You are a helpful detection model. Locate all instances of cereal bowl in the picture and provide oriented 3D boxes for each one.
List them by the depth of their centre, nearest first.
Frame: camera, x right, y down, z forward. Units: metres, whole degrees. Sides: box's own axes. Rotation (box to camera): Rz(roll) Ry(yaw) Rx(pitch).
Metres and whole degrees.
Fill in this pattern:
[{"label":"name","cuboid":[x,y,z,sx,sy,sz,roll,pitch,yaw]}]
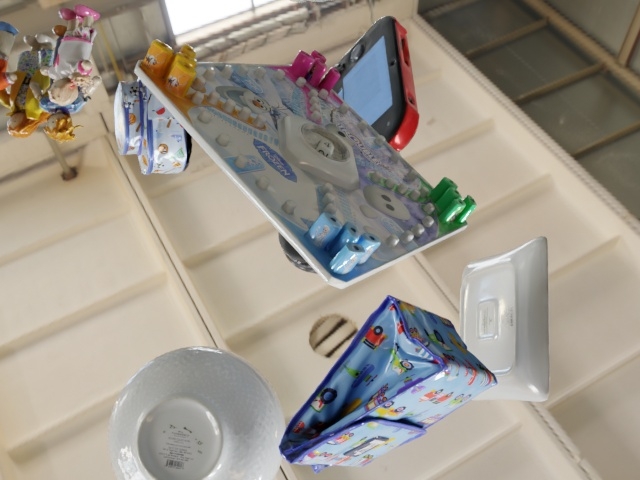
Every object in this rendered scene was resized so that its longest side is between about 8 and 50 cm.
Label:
[{"label":"cereal bowl","cuboid":[-0.239,0.363,1.250,0.339,0.141,0.339,-1,-100,5]}]

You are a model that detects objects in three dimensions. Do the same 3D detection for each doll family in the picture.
[{"label":"doll family","cuboid":[-0.387,-0.222,0.963,0.263,0.118,0.163,1,-102,29]}]

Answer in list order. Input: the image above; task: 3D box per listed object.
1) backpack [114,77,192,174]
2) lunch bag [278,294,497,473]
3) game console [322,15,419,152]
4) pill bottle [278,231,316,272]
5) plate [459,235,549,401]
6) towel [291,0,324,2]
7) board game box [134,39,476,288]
[{"label":"backpack","cuboid":[-0.431,-0.303,1.768,0.213,0.276,0.263,-11,-88,-15]},{"label":"lunch bag","cuboid":[0.081,0.240,0.997,0.293,0.221,0.138,-45,-123,14]},{"label":"game console","cuboid":[0.066,-0.274,1.460,0.060,0.342,0.386,29,-137,-31]},{"label":"pill bottle","cuboid":[0.000,0.000,1.211,0.123,0.219,0.122,-2,-97,14]},{"label":"plate","cuboid":[0.319,0.149,1.226,0.045,0.278,0.277,8,-104,-15]},{"label":"towel","cuboid":[0.104,-0.598,1.250,0.375,0.320,0.090,-8,-119,-3]},{"label":"board game box","cuboid":[0.006,-0.134,0.929,0.390,0.050,0.390,47,-148,16]}]
